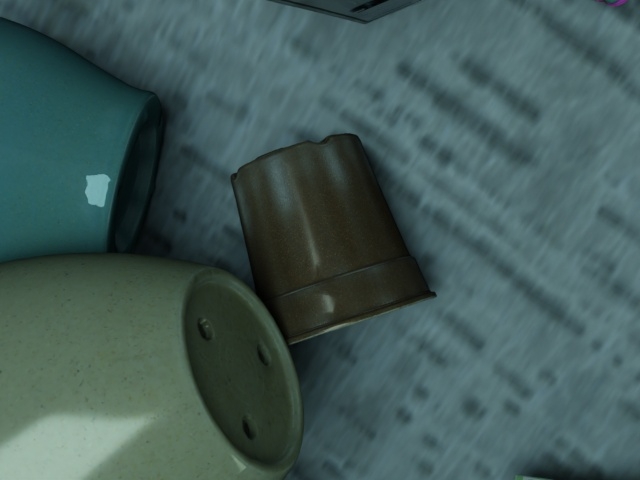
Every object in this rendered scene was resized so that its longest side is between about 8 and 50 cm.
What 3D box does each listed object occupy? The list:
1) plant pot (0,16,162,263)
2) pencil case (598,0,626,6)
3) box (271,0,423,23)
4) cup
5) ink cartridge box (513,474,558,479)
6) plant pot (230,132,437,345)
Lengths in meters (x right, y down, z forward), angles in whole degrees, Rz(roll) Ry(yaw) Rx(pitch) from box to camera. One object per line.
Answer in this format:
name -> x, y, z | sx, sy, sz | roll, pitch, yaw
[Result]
plant pot -> -0.293, -0.078, 0.933 | 0.255, 0.271, 0.271 | 14, 103, 1
pencil case -> 0.302, -0.280, 0.792 | 0.236, 0.104, 0.104 | -29, 89, 21
box -> 0.053, -0.247, 0.772 | 0.169, 0.290, 0.087 | -19, 91, 21
cup -> -0.154, 0.141, 0.792 | 0.237, 0.331, 0.331 | -24, 91, 21
ink cartridge box -> 0.262, 0.331, 0.925 | 0.171, 0.056, 0.235 | 4, 124, 17
plant pot -> 0.000, 0.000, 0.904 | 0.167, 0.167, 0.165 | -21, 84, 19
